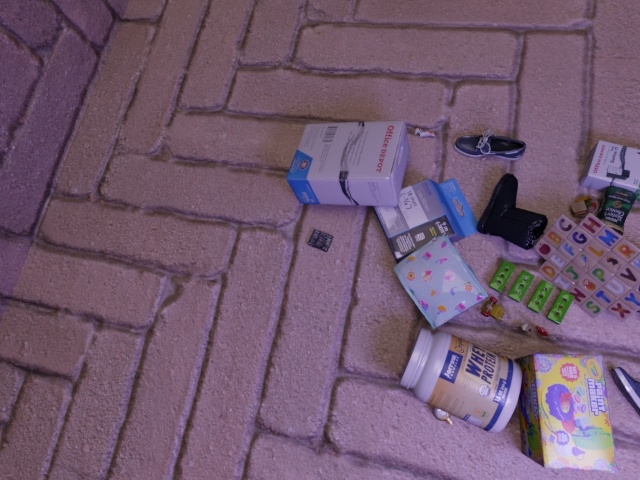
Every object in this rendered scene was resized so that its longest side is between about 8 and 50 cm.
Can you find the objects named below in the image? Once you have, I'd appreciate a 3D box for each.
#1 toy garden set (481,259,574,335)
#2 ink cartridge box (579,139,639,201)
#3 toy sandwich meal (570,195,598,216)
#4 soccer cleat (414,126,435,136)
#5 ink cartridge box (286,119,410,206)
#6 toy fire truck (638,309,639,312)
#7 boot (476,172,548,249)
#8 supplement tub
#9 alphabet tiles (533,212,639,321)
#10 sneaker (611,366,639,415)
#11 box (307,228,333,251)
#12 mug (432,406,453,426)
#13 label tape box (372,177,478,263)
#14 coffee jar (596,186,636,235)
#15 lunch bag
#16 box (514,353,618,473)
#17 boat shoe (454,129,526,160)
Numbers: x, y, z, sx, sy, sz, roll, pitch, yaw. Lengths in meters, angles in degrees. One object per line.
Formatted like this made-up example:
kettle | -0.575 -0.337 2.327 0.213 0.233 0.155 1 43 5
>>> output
toy garden set | 0.681 0.214 1.517 0.244 0.049 0.204 31 79 19
ink cartridge box | 1.040 -0.242 1.564 0.208 0.087 0.153 20 77 18
toy sandwich meal | 0.916 -0.121 1.568 0.085 0.029 0.086 -23 51 32
soccer cleat | 0.414 -0.424 1.794 0.083 0.029 0.036 28 89 22
ink cartridge box | 0.111 -0.287 1.682 0.394 0.166 0.286 4 59 23
toy fire truck | 1.025 0.133 1.339 0.158 0.246 0.217 -30 67 -20
boot | 0.684 -0.101 1.553 0.207 0.094 0.247 25 84 46
supplement tub | 0.425 0.422 1.395 0.316 0.228 0.228 22 78 13
alphabet tiles | 0.848 0.084 1.409 0.011 0.285 0.342 -26 61 -32
sneaker | 1.000 0.446 1.339 0.163 0.086 0.226 -36 78 11
box | 0.000 0.000 1.749 0.083 0.018 0.067 20 77 18
mug | 0.400 0.554 1.455 0.078 0.064 0.062 20 77 17
label tape box | 0.387 -0.090 1.648 0.333 0.106 0.241 -23 69 4
coffee jar | 0.987 -0.083 1.528 0.096 0.079 0.184 22 78 18
lunch bag | 0.400 0.135 1.526 0.223 0.160 0.262 -36 72 13
box | 0.689 0.484 1.300 0.177 0.279 0.290 -1 71 12
boat shoe | 0.634 -0.358 1.695 0.254 0.079 0.095 17 77 17
